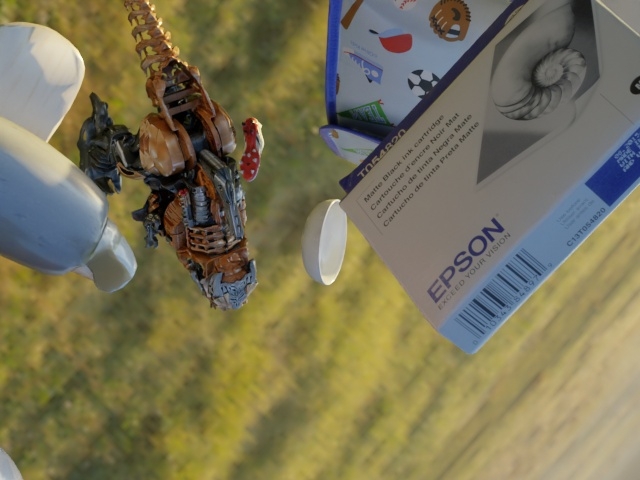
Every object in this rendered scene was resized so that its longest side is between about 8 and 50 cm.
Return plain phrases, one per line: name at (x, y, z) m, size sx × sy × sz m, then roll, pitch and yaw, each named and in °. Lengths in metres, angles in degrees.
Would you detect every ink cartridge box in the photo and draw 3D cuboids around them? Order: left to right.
ink cartridge box at (0.115, -0.070, 1.069) m, size 0.223 × 0.224 × 0.045 m, roll -47°, pitch 128°, yaw 9°

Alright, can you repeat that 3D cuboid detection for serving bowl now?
serving bowl at (0.000, 0.000, 1.557) m, size 0.083 × 0.027 × 0.083 m, roll 8°, pitch 90°, yaw -72°

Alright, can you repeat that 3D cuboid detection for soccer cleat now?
soccer cleat at (-0.086, -0.115, 2.055) m, size 0.035 × 0.029 × 0.083 m, roll 22°, pitch 65°, yaw -63°

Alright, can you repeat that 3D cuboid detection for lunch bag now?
lunch bag at (0.179, -0.191, 1.983) m, size 0.385 × 0.328 × 0.239 m, roll 94°, pitch 22°, yaw -49°

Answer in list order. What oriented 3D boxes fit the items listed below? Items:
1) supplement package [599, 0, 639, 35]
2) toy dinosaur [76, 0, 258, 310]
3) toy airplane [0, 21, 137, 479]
supplement package at (0.354, -0.293, 1.603) m, size 0.145 × 0.204 × 0.261 m, roll 6°, pitch 105°, yaw -60°
toy dinosaur at (-0.136, -0.095, 1.630) m, size 0.164 × 0.218 × 0.321 m, roll 1°, pitch 98°, yaw -28°
toy airplane at (-0.259, 0.093, 0.803) m, size 0.384 × 0.272 × 0.386 m, roll -13°, pitch 110°, yaw -47°
